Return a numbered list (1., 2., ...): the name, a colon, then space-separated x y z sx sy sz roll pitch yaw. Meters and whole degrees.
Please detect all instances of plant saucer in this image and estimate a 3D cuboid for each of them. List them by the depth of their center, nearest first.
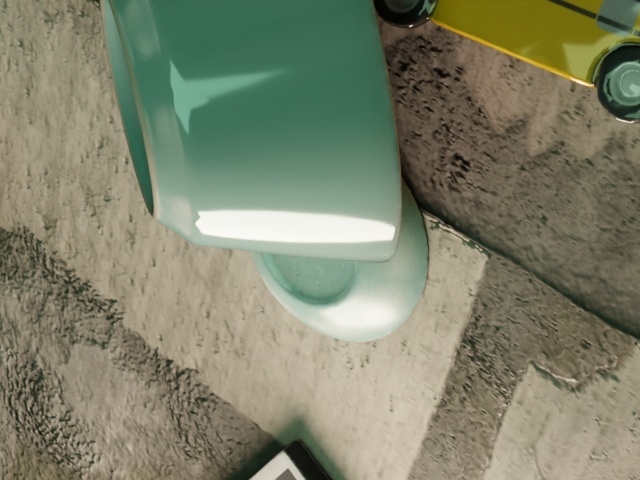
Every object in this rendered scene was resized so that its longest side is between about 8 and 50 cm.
1. plant saucer: 0.000 0.000 1.454 0.195 0.037 0.194 16 118 32

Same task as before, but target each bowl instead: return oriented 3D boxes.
1. bowl: -0.062 -0.117 1.262 0.311 0.163 0.311 167 90 -79

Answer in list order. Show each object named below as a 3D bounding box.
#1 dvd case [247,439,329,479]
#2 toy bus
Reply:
1. dvd case: -0.002 0.322 1.597 0.238 0.030 0.179 52 131 9
2. toy bus: 0.185 -0.163 1.158 0.333 0.108 0.130 27 106 28
